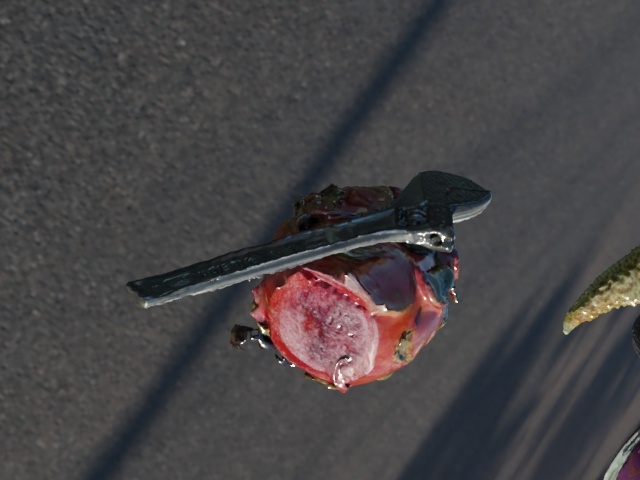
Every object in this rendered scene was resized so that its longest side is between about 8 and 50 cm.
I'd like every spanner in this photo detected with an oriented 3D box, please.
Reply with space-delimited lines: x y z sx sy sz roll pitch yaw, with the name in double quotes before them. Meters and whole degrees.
"spanner" 0.000 0.000 1.028 0.325 0.093 0.026 -15 131 -20

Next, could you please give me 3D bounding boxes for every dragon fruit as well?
"dragon fruit" 0.053 0.055 1.653 0.291 0.250 0.269 -51 166 -58

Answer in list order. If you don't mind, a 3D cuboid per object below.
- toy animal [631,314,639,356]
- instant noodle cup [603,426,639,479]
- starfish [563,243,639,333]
"toy animal" 0.251 0.055 0.901 0.084 0.028 0.050 -27 -171 -11
"instant noodle cup" 0.537 0.369 1.509 0.339 0.266 0.340 -8 123 -12
"starfish" 0.427 0.014 1.246 0.078 0.347 0.358 -165 -98 -83
